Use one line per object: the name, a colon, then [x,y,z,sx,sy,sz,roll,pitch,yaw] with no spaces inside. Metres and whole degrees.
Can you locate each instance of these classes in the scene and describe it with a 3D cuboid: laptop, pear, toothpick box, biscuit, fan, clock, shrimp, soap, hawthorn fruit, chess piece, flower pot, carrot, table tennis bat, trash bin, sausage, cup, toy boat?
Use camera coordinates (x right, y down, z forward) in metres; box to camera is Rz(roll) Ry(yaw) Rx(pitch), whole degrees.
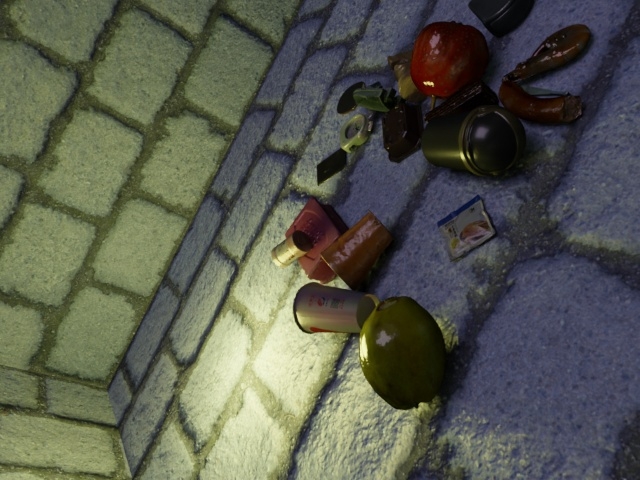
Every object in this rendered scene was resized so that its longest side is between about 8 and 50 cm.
laptop: [0.050,-0.350,2.388,0.197,0.016,0.135,-32,46,39]
pear: [0.233,0.319,1.463,0.269,0.269,0.321,-27,65,42]
toothpick box: [-0.117,0.035,2.041,0.149,0.098,0.098,-36,41,40]
biscuit: [0.485,-0.451,1.777,0.252,0.106,0.070,-27,46,41]
fan: [0.691,-0.460,1.586,0.193,0.016,0.038,37,106,58]
clock: [0.170,-0.494,2.281,0.191,0.062,0.151,-30,45,39]
shrimp: [0.705,-0.589,1.612,0.287,0.063,0.152,-19,50,43]
soap: [0.000,0.000,2.112,0.233,0.128,0.359,-54,33,14]
hawthorn fruit: [0.447,-0.613,1.832,0.287,0.287,0.330,42,121,56]
chess piece: [0.365,-0.697,2.100,0.137,0.137,0.301,-41,35,30]
flower pot: [0.314,-0.444,2.029,0.179,0.084,0.251,-31,44,39]
carrot: [0.145,0.035,1.864,0.254,0.196,0.196,-44,35,4]
table tennis bat: [0.179,-0.703,2.453,0.301,0.022,0.173,-8,60,53]
trash bin: [0.482,-0.311,1.591,0.334,0.214,0.214,23,86,60]
sausage: [0.650,-0.415,1.551,0.103,0.076,0.302,-64,34,12]
cup: [0.066,0.250,1.810,0.288,0.203,0.203,-3,65,47]
trash bin: [0.651,-0.853,1.842,0.177,0.101,0.236,-46,34,26]
toy boat: [0.235,-0.616,2.203,0.319,0.141,0.092,29,92,57]

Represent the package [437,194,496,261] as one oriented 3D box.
package: [0.455,-0.039,1.602,0.171,0.027,0.173,-40,43,31]
